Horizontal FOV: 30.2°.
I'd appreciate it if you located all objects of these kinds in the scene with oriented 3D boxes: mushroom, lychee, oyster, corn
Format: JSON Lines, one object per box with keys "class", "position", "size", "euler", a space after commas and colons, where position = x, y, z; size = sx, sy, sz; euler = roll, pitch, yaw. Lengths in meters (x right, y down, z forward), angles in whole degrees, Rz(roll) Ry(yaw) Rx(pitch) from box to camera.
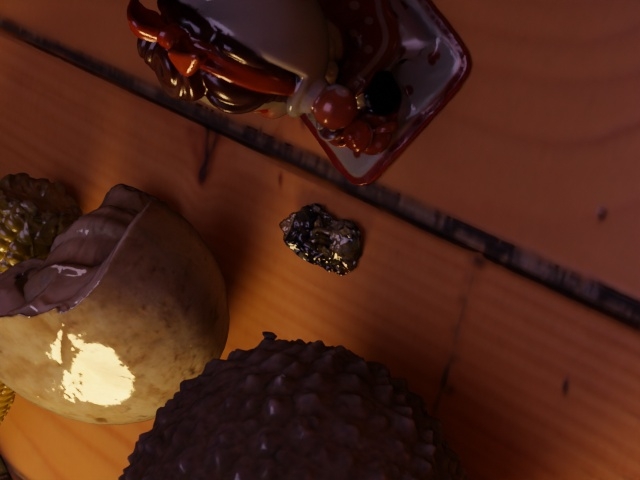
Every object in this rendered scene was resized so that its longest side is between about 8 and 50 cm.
{"class": "mushroom", "position": [-0.182, 0.068, 1.083], "size": [0.254, 0.195, 0.189], "euler": [-17, 119, 34]}
{"class": "lychee", "position": [-0.011, 0.216, 0.894], "size": [0.300, 0.300, 0.299], "euler": [7, 101, 39]}
{"class": "oyster", "position": [-0.002, -0.002, 1.007], "size": [0.083, 0.019, 0.054], "euler": [26, 113, 34]}
{"class": "corn", "position": [-0.352, 0.082, 1.240], "size": [0.131, 0.131, 0.344], "euler": [43, 120, 27]}

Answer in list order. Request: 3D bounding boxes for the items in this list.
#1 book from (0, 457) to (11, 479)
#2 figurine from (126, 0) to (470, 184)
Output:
{"class": "book", "position": [-0.447, 0.247, 1.408], "size": [0.157, 0.026, 0.231], "euler": [-45, 68, 35]}
{"class": "figurine", "position": [-0.040, -0.144, 0.883], "size": [0.160, 0.226, 0.183], "euler": [-48, 67, 32]}
